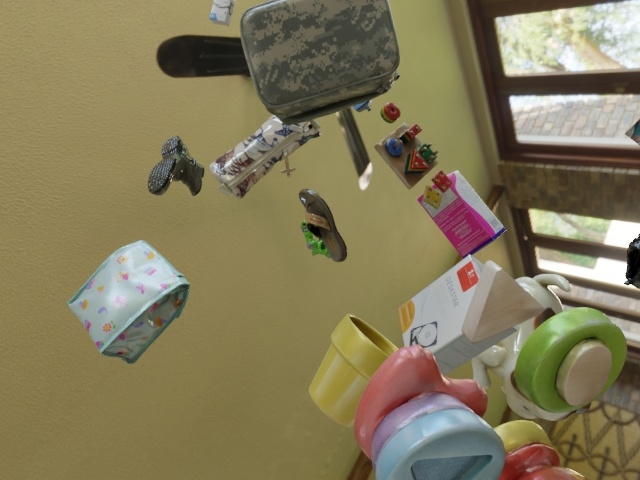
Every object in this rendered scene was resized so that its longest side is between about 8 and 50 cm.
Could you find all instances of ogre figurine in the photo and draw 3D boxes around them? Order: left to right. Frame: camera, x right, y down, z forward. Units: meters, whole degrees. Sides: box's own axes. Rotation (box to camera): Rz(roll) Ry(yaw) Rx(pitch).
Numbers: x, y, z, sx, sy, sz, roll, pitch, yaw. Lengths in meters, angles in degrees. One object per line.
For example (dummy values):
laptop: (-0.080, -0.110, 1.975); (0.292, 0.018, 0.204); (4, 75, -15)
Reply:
ogre figurine: (0.000, 0.000, 1.888); (0.197, 0.096, 0.118); (44, -139, -51)

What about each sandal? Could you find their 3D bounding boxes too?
sandal: (-0.004, -0.036, 1.233); (0.060, 0.090, 0.220); (-25, -90, -30)

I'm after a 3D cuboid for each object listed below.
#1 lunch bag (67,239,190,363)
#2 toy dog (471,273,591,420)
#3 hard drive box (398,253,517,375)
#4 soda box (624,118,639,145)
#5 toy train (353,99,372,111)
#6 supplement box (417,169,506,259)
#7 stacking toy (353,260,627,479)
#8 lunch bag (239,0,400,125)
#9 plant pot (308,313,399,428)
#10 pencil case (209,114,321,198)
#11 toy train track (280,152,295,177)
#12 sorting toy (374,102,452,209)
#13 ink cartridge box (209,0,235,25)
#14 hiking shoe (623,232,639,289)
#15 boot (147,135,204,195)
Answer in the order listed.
lunch bag: (-0.493, 0.151, 1.239); (0.262, 0.223, 0.160); (-48, -30, -9)
toy dog: (0.633, 0.337, 1.390); (0.284, 0.395, 0.408); (32, -144, -22)
hard drive box: (0.295, 0.176, 1.051); (0.089, 0.232, 0.181); (32, -148, -24)
soda box: (0.608, -0.144, 0.774); (0.062, 0.183, 0.058); (-15, -33, -42)
toy train: (0.134, -0.499, 1.625); (0.105, 0.080, 0.184); (56, -164, 0)
supplement box: (0.397, -0.075, 1.319); (0.111, 0.114, 0.220); (-24, -104, -49)
stacking toy: (0.213, 0.197, 0.484); (0.308, 0.130, 0.280); (26, -76, -24)
lunch bag: (0.011, -0.375, 0.980); (0.256, 0.304, 0.213); (-61, -45, -84)
plant pot: (0.099, 0.374, 1.303); (0.239, 0.254, 0.254); (-51, -42, 3)
pencil case: (-0.192, -0.314, 1.628); (0.410, 0.183, 0.160); (-39, -70, -1)
toy train track: (-0.102, -0.231, 1.450); (0.048, 0.014, 0.084); (-13, -54, -9)
sorting toy: (0.223, -0.206, 1.118); (0.275, 0.046, 0.132); (50, -124, -1)
ink cartridge box: (-0.254, -0.609, 1.216); (0.028, 0.048, 0.084); (6, -81, -77)
hiking shoe: (0.791, 0.009, 1.105); (0.114, 0.086, 0.227); (8, -81, -40)
boot: (-0.420, -0.191, 1.416); (0.161, 0.083, 0.247); (54, -152, -41)
